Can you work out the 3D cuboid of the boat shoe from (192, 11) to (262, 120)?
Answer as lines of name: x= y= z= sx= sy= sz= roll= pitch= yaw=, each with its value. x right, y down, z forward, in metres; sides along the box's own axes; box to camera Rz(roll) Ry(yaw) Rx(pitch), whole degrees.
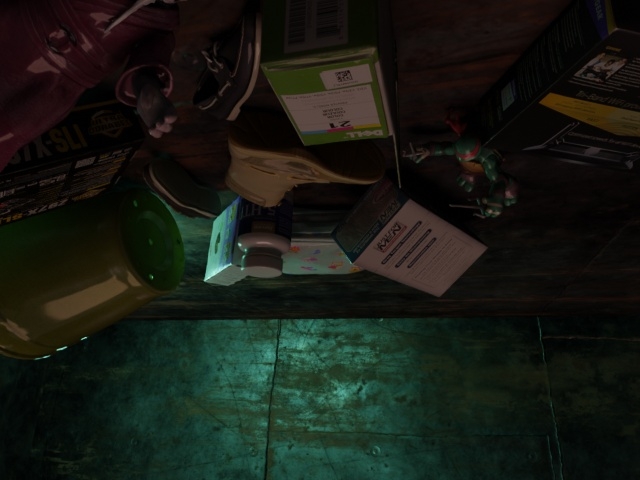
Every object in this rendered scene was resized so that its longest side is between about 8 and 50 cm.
boat shoe: x=-0.122 y=-0.217 z=0.604 sx=0.064 sy=0.075 sz=0.206 roll=6 pitch=165 yaw=-21

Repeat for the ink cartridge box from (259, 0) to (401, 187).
ink cartridge box: x=0.030 y=-0.184 z=0.504 sx=0.096 sy=0.189 sz=0.255 roll=-4 pitch=160 yaw=14

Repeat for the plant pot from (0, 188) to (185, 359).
plant pot: x=-0.514 y=0.047 z=1.052 sx=0.352 sy=0.367 sz=0.366 roll=-15 pitch=157 yaw=13

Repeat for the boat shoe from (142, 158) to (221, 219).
boat shoe: x=-0.288 y=-0.095 z=0.958 sx=0.068 sy=0.081 sz=0.228 roll=-9 pitch=161 yaw=18

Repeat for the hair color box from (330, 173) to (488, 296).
hair color box: x=0.205 y=0.001 z=1.032 sx=0.347 sy=0.105 sz=0.174 roll=22 pitch=114 yaw=-45

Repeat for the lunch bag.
lunch bag: x=0.000 y=0.000 z=1.157 sx=0.279 sy=0.108 sz=0.224 roll=0 pitch=155 yaw=1

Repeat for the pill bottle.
pill bottle: x=-0.115 y=-0.023 z=0.984 sx=0.111 sy=0.187 sz=0.112 roll=1 pitch=161 yaw=1

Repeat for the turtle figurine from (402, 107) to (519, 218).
turtle figurine: x=0.243 y=-0.117 z=0.757 sx=0.118 sy=0.175 sz=0.234 roll=-49 pitch=151 yaw=19

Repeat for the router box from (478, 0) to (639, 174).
router box: x=0.407 y=-0.189 z=0.613 sx=0.308 sy=0.081 sz=0.243 roll=7 pitch=160 yaw=-13

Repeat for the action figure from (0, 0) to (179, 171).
action figure: x=-0.256 y=-0.201 z=0.494 sx=0.370 sy=0.248 sz=0.276 roll=-25 pitch=-165 yaw=4

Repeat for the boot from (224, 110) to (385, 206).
boot: x=-0.037 y=-0.122 z=0.830 sx=0.261 sy=0.095 sz=0.203 roll=8 pitch=159 yaw=-12

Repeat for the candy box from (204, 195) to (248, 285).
candy box: x=-0.202 y=0.007 z=1.111 sx=0.070 sy=0.165 sz=0.196 roll=14 pitch=158 yaw=-27

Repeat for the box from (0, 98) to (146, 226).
box: x=-0.460 y=-0.099 z=0.722 sx=0.322 sy=0.079 sz=0.257 roll=-28 pitch=-175 yaw=-38
